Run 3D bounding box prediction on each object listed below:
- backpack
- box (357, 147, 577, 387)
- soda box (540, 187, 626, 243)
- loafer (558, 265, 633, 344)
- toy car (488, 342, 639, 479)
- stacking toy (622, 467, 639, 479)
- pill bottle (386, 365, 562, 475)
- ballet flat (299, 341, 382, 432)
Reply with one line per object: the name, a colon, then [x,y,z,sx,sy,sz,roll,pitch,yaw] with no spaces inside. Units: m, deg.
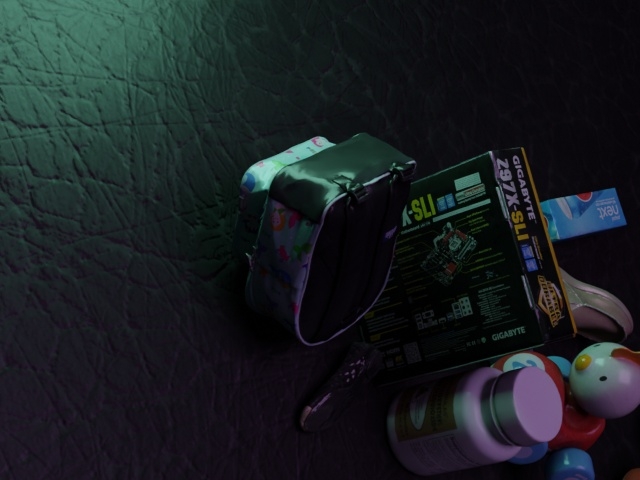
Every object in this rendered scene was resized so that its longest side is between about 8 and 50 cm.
backpack: [0.000,0.000,1.636,0.225,0.191,0.254,-29,134,-44]
box: [0.170,0.045,1.700,0.079,0.322,0.257,-7,80,-43]
soda box: [0.434,-0.039,2.154,0.210,0.067,0.071,-10,82,-45]
loafer: [0.398,0.113,2.050,0.268,0.102,0.092,28,58,-22]
toy car: [0.387,0.211,1.861,0.210,0.238,0.219,35,34,-28]
stacking toy: [0.612,0.444,2.153,0.309,0.130,0.279,50,22,-21]
pill bottle: [0.212,0.245,1.730,0.131,0.229,0.131,17,63,-38]
ballet flat: [0.023,0.202,1.713,0.173,0.049,0.058,-43,133,-38]
